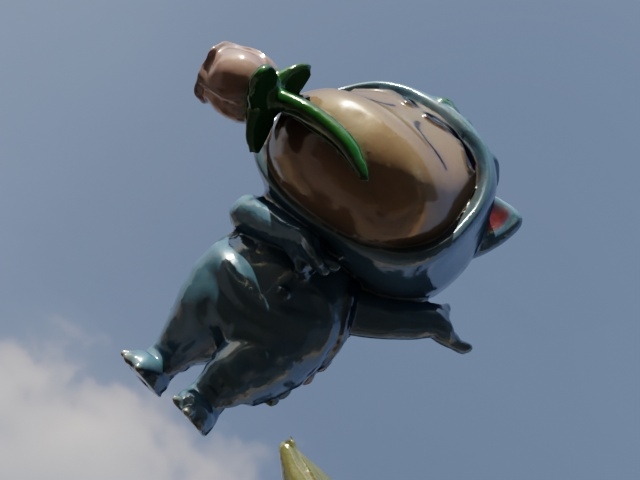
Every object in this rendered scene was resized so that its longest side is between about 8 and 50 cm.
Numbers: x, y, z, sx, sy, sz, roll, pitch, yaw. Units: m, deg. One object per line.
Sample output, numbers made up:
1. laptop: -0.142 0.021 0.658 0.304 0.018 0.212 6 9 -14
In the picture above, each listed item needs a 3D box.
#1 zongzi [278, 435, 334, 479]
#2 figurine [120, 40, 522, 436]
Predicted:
1. zongzi: 0.103 0.279 0.898 0.251 0.125 0.274 -7 -114 -11
2. figurine: -0.004 -0.004 0.446 0.178 0.144 0.114 -43 -128 -14
